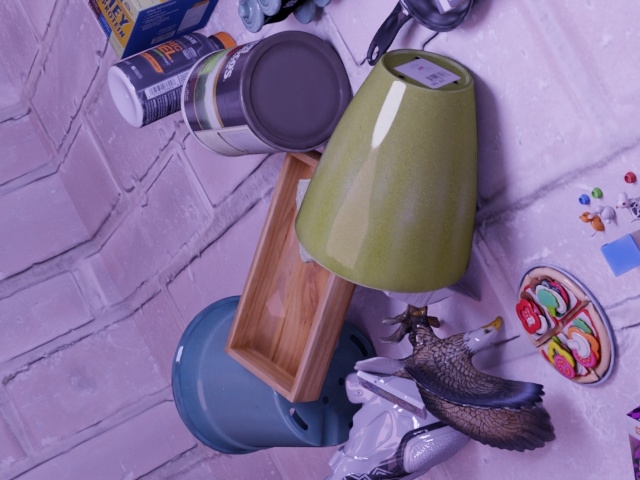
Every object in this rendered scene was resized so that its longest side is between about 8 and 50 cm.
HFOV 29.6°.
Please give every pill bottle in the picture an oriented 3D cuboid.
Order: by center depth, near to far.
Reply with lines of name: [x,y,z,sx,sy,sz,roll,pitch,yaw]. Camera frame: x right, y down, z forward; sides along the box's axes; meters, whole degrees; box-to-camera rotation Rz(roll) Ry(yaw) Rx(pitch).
pill bottle: [-0.274,-0.319,2.323,0.130,0.245,0.130,43,149,34]

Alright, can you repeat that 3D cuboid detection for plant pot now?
plant pot: [0.124,-0.120,1.778,0.275,0.274,0.294,42,132,38]
plant pot: [-0.077,0.279,2.457,0.334,0.341,0.341,-5,109,56]

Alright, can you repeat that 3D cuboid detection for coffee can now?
coffee can: [-0.102,-0.248,2.110,0.275,0.201,0.202,3,116,62]

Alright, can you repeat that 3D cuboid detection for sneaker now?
sneaker: [0.086,0.370,2.268,0.366,0.137,0.210,-34,67,20]

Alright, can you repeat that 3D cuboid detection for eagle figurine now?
eagle figurine: [0.225,0.217,1.949,0.298,0.226,0.225,56,134,28]

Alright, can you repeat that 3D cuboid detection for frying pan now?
frying pan: [0.151,-0.339,1.707,0.197,0.053,0.326,45,150,33]

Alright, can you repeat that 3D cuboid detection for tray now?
tray: [-0.029,0.060,2.169,0.203,0.076,0.411,31,110,40]

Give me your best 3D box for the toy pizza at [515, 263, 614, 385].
toy pizza: [0.354,0.129,1.789,0.201,0.032,0.201,44,149,36]

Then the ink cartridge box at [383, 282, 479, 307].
ink cartridge box: [0.128,0.044,1.948,0.189,0.066,0.232,43,-172,38]

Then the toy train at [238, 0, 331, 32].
toy train: [-0.056,-0.455,1.916,0.334,0.142,0.190,-24,83,65]

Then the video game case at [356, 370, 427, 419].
video game case: [0.118,0.255,1.988,0.122,0.011,0.087,26,166,16]

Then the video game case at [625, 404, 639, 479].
video game case: [0.523,0.365,1.677,0.210,0.041,0.232,27,137,54]

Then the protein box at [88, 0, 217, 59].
protein box: [-0.311,-0.474,2.300,0.136,0.199,0.201,60,155,7]

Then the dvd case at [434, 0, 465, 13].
dvd case: [0.194,-0.406,1.533,0.221,0.018,0.165,-24,93,50]

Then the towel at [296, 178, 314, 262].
towel: [0.001,-0.037,2.076,0.110,0.027,0.148,-8,83,44]

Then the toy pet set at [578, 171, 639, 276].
toy pet set: [0.374,-0.014,1.573,0.114,0.065,0.122,62,156,4]
